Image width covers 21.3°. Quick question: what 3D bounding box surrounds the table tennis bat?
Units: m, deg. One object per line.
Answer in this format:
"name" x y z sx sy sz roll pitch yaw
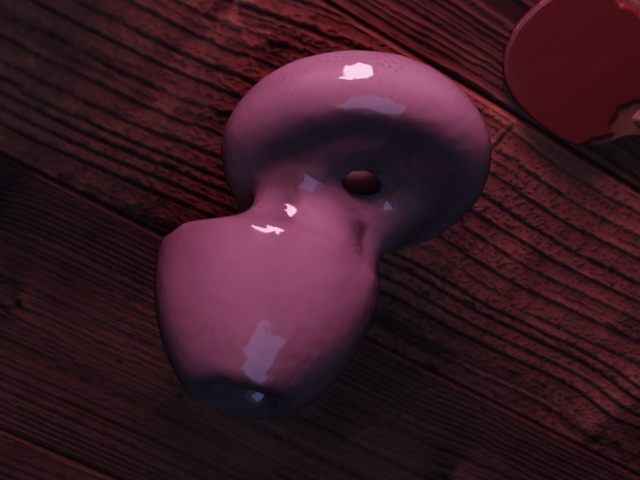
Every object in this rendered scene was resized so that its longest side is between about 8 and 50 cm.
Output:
"table tennis bat" 0.252 -0.122 1.414 0.234 0.022 0.131 35 112 -27

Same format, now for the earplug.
"earplug" -0.004 -0.006 1.353 0.214 0.175 0.325 29 104 -29
